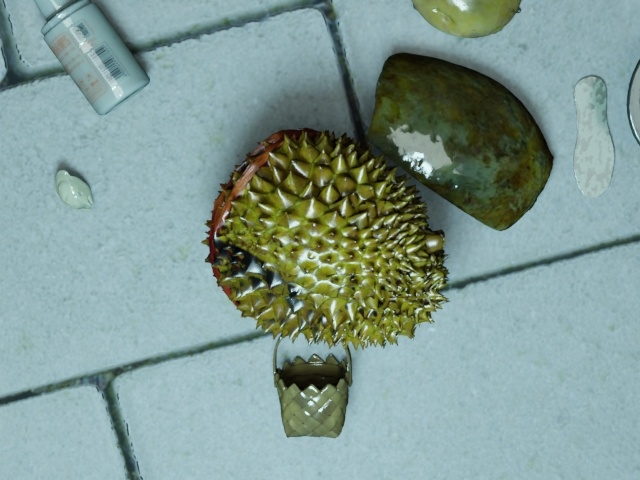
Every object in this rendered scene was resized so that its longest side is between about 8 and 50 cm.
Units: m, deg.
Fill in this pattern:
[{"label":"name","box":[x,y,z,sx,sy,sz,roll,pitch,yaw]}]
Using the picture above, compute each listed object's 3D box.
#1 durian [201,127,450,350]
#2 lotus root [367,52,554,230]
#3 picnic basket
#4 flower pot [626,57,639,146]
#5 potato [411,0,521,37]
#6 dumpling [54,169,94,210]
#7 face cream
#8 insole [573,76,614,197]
[{"label":"durian","box":[0.002,0.004,1.791,0.384,0.347,0.347,-2,101,28]},{"label":"lotus root","box":[0.216,-0.156,1.853,0.314,0.142,0.210,25,98,-4]},{"label":"picnic basket","box":[-0.012,0.213,1.922,0.128,0.138,0.178,-6,105,3]},{"label":"flower pot","box":[0.562,-0.216,1.828,0.235,0.148,0.235,0,99,-2]},{"label":"potato","box":[0.191,-0.404,1.835,0.138,0.098,0.243,-43,95,10]},{"label":"dumpling","box":[-0.399,-0.075,1.933,0.059,0.077,0.043,-9,58,36]},{"label":"face cream","box":[-0.374,-0.320,1.860,0.101,0.101,0.251,-35,96,7]},{"label":"insole","box":[0.431,-0.163,1.912,0.065,0.006,0.193,-5,99,3]}]
